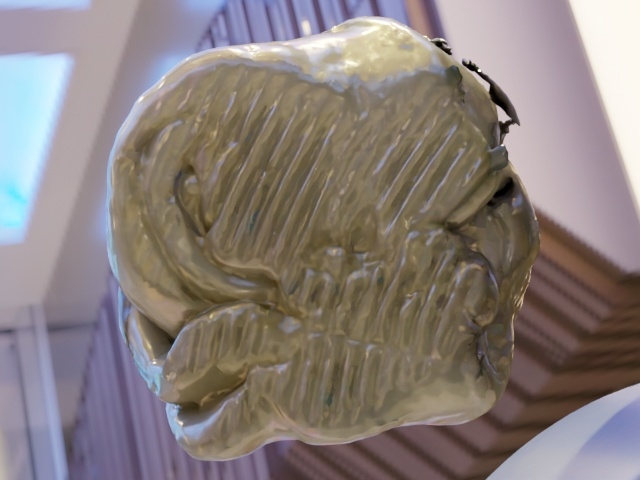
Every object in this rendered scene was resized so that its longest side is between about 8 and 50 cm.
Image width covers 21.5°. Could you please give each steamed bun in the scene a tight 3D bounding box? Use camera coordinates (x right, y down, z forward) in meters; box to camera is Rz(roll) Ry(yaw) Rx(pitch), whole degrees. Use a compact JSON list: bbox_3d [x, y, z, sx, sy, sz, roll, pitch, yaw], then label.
[{"bbox_3d":[0.000,0.000,1.121,0.280,0.268,0.207,-11,-4,0],"label":"steamed bun"}]

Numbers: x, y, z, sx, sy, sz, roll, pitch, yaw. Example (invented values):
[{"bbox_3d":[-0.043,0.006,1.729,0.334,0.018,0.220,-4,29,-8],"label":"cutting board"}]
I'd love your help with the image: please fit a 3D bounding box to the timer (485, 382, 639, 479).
[{"bbox_3d":[0.174,0.221,0.600,0.395,0.395,0.173,-2,-6,-21],"label":"timer"}]
